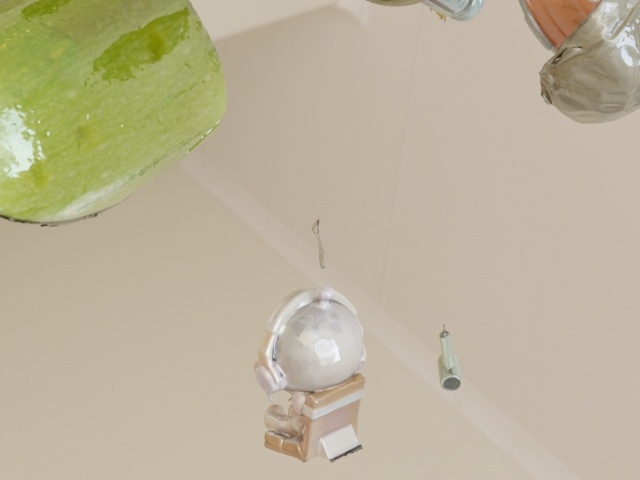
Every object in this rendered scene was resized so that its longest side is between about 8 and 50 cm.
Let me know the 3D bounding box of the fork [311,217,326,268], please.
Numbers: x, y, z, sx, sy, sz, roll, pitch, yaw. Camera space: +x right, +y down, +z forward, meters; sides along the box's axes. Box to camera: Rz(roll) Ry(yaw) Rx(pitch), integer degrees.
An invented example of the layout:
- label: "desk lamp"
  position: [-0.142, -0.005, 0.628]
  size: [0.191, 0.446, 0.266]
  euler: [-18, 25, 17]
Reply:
- label: "fork"
  position: [-0.001, -0.001, 1.335]
  size: [0.016, 0.012, 0.115]
  euler: [-58, -161, 29]

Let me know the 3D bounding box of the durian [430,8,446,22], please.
- label: "durian"
  position: [0.212, -0.447, 1.666]
  size: [0.182, 0.165, 0.132]
  euler: [63, 11, -17]

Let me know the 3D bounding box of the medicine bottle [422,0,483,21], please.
- label: "medicine bottle"
  position: [0.117, -0.269, 1.144]
  size: [0.051, 0.191, 0.051]
  euler: [-1, -91, 27]

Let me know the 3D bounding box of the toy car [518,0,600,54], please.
- label: "toy car"
  position: [0.393, -0.351, 1.403]
  size: [0.180, 0.270, 0.212]
  euler: [53, -9, -5]

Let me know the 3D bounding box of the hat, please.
- label: "hat"
  position: [0.371, -0.174, 1.167]
  size: [0.245, 0.149, 0.214]
  euler: [28, -24, 19]

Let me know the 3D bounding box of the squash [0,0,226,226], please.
- label: "squash"
  position: [-0.266, -0.128, 1.075]
  size: [0.233, 0.309, 0.210]
  euler: [53, -31, -8]

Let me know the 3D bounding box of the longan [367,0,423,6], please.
- label: "longan"
  position: [0.068, -0.282, 0.955]
  size: [0.176, 0.145, 0.155]
  euler: [30, -10, 46]

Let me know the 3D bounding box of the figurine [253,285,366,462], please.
- label: "figurine"
  position: [-0.013, 0.162, 1.410]
  size: [0.141, 0.162, 0.236]
  euler: [22, -58, 47]

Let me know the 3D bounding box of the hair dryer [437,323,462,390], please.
- label: "hair dryer"
  position: [0.209, 0.186, 1.829]
  size: [0.063, 0.038, 0.124]
  euler: [-92, 171, -56]
